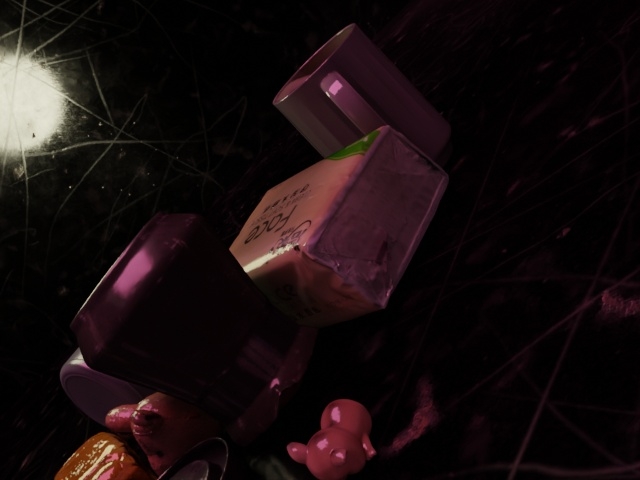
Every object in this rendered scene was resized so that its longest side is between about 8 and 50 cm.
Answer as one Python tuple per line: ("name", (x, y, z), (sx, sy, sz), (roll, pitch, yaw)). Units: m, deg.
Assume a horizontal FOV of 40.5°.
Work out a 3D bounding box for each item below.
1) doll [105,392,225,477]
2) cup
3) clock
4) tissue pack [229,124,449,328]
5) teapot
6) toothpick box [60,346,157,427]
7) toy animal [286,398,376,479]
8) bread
("doll", (-0.292, 0.367, 1.597), (0.303, 0.201, 0.156), (-32, 56, 55))
("cup", (0.100, -0.238, 1.746), (0.237, 0.327, 0.323), (-43, 15, 7))
("clock", (-0.225, 0.440, 1.367), (0.280, 0.055, 0.280), (-42, 16, 15))
("tissue pack", (0.000, 0.000, 1.632), (0.405, 0.205, 0.331), (-26, 28, 53))
("teapot", (-0.201, 0.154, 1.474), (0.305, 0.362, 0.376), (-52, 7, -6))
("toothpick box", (-0.414, 0.236, 2.009), (0.263, 0.263, 0.354), (-28, 21, 48))
("toy animal", (0.022, 0.259, 1.136), (0.083, 0.089, 0.150), (-42, 6, 27))
("bread", (-0.408, 0.469, 1.638), (0.167, 0.132, 0.294), (-44, 15, -16))
